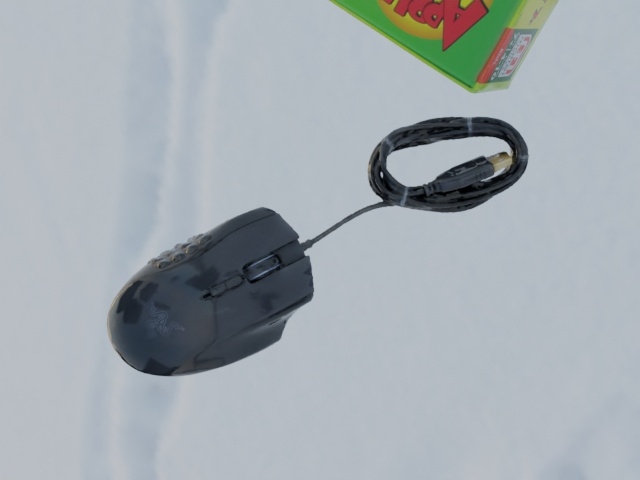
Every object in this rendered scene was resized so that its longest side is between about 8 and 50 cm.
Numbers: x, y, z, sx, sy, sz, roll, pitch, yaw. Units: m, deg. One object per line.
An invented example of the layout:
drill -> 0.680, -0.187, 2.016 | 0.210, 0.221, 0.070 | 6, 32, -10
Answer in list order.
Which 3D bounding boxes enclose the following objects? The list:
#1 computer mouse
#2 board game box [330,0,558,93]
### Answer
computer mouse -> 0.000, 0.000, 1.033 | 0.071, 0.242, 0.041 | 61, 176, 1
board game box -> 0.004, -0.134, 0.649 | 0.181, 0.043, 0.092 | 34, 107, 14
